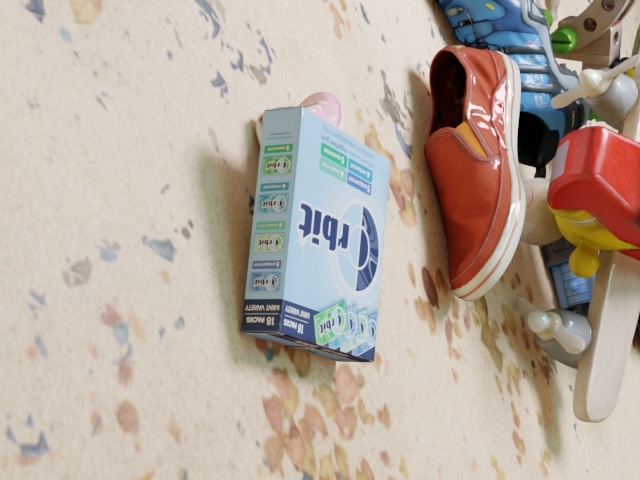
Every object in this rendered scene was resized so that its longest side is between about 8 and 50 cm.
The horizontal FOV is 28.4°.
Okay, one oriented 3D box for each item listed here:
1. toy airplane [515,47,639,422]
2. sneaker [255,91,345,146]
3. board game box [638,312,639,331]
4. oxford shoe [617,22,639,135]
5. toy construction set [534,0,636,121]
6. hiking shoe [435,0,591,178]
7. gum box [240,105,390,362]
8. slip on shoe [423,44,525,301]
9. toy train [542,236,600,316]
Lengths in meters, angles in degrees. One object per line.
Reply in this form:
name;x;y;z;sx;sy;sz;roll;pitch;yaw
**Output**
toy airplane;0.370;-0.025;1.581;0.386;0.272;0.385;-46;135;-50
sneaker;-0.018;-0.106;1.130;0.070;0.051;0.134;59;33;-35
board game box;0.527;0.075;2.020;0.141;0.048;0.170;66;20;-59
oxford shoe;0.504;-0.127;1.861;0.169;0.130;0.450;-98;-167;-61
toy construction set;0.354;-0.305;1.838;0.309;0.257;0.237;-68;151;-63
hiking shoe;0.240;-0.226;1.639;0.304;0.113;0.132;46;58;-21
gum box;0.000;0.000;1.062;0.157;0.041;0.185;24;68;-57
slip on shoe;0.163;-0.082;1.423;0.101;0.123;0.331;17;58;-21
toy train;0.361;0.049;1.740;0.105;0.080;0.184;4;72;-52
